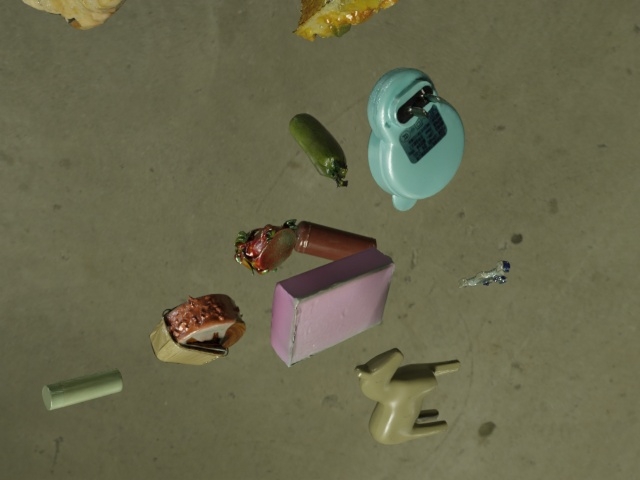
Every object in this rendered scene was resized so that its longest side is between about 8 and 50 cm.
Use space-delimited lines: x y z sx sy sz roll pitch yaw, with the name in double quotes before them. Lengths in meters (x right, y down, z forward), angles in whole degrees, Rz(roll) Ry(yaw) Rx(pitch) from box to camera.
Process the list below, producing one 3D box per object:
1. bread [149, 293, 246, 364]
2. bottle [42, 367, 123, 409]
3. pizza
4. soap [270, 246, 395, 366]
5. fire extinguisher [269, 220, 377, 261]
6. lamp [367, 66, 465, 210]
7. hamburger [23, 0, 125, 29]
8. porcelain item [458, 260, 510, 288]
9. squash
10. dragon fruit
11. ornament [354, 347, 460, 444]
"bread" -0.292 0.228 1.445 0.212 0.142 0.224 -35 152 16
"bottle" -0.669 0.419 1.642 0.202 0.072 0.072 -7 124 -43
"pizza" 0.044 -0.277 0.574 0.058 0.292 0.197 22 115 -30
"soap" 0.026 0.131 1.205 0.259 0.081 0.181 -21 134 -33
"fire extinguisher" 0.000 0.000 1.841 0.337 0.147 0.106 15 94 -10
"lamp" 0.179 -0.202 1.130 0.209 0.147 0.284 -44 146 -14
"hamburger" -0.100 -0.212 0.286 0.231 0.231 0.107 -41 123 17
"porcelain item" 0.357 0.077 1.207 0.075 0.021 0.136 11 154 -27
"squash" 0.003 -0.220 1.401 0.087 0.331 0.087 -12 127 -16
"dragon fruit" -0.140 0.015 1.399 0.175 0.142 0.138 5 139 23
"ornament" 0.151 0.278 1.051 0.245 0.061 0.230 -2 124 -27
